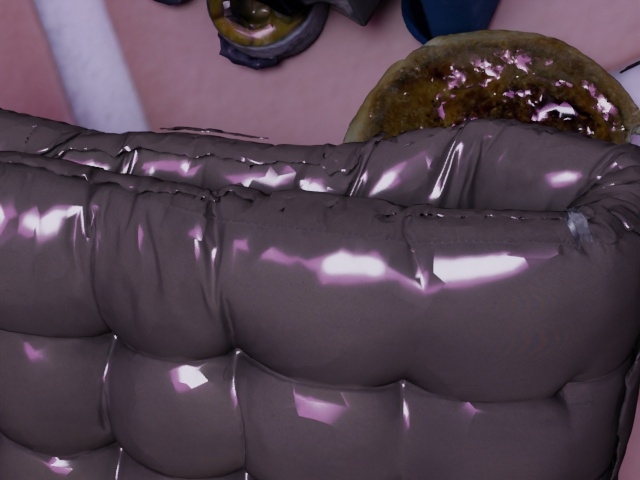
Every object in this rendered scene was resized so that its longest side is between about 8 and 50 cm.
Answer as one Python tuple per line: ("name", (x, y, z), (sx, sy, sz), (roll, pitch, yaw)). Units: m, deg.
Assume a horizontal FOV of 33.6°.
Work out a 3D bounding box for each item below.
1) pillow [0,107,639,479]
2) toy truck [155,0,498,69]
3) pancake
("pillow", (-0.050, 0.055, 0.399), (0.326, 0.101, 0.228), (8, 120, 14))
("toy truck", (-0.073, -0.213, 0.477), (0.367, 0.146, 0.175), (34, 90, 12))
("pancake", (0.067, -0.032, 0.437), (0.116, 0.022, 0.129), (24, 71, 7))
